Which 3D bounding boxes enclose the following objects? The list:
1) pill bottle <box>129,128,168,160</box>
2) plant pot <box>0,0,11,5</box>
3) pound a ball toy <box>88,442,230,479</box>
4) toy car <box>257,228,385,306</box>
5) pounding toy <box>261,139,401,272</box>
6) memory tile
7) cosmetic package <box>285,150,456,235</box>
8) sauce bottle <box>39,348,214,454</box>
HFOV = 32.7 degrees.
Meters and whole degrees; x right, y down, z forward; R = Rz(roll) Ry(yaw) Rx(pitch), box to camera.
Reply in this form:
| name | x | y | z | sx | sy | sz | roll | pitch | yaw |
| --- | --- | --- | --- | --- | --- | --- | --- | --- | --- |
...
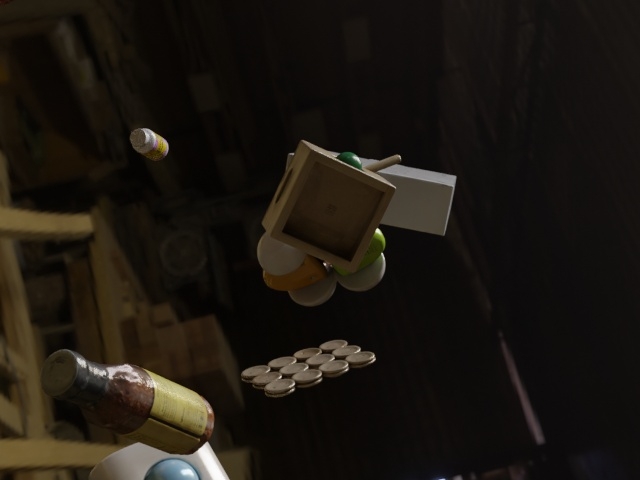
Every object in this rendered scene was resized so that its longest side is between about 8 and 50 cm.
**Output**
| name | x | y | z | sx | sy | sz | roll | pitch | yaw |
| --- | --- | --- | --- | --- | --- | --- | --- | --- | --- |
| pill bottle | -0.297 | -0.167 | 1.882 | 0.083 | 0.043 | 0.043 | 30 | 44 | -72 |
| plant pot | -0.307 | -0.408 | 1.150 | 0.267 | 0.267 | 0.236 | -17 | -73 | 54 |
| pound a ball toy | -0.133 | 0.348 | 1.023 | 0.319 | 0.208 | 0.136 | 54 | -34 | 30 |
| toy car | 0.000 | 0.000 | 1.552 | 0.159 | 0.182 | 0.136 | 52 | 24 | -53 |
| pounding toy | 0.021 | -0.053 | 1.270 | 0.141 | 0.130 | 0.100 | -64 | -164 | 7 |
| memory tile | -0.016 | 0.155 | 1.330 | 0.113 | 0.148 | 0.012 | 14 | -63 | 62 |
| cosmetic package | 0.100 | -0.094 | 1.990 | 0.377 | 0.284 | 0.098 | -35 | 134 | -80 |
| sauce bottle | -0.109 | 0.091 | 0.625 | 0.128 | 0.042 | 0.042 | 43 | 27 | -54 |
